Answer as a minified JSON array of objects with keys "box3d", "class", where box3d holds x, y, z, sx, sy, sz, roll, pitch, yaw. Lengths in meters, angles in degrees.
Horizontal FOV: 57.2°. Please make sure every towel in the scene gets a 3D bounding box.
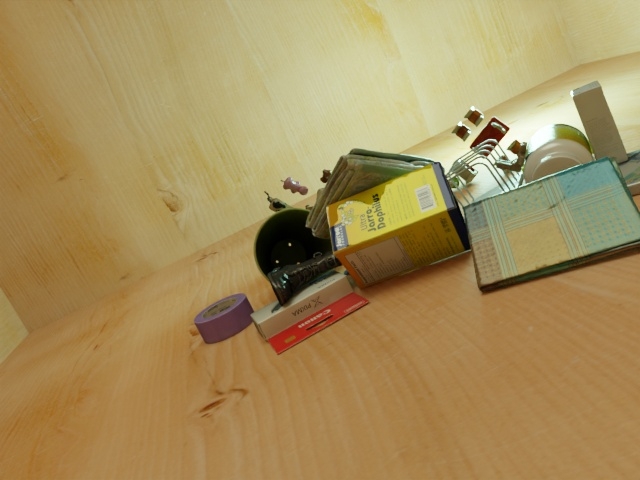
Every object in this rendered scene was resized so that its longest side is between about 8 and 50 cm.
[{"box3d":[0.171,-0.131,1.840,0.375,0.090,0.320,4,-45,-30],"class":"towel"},{"box3d":[0.527,-0.039,1.362,0.370,0.040,0.271,-20,45,24],"class":"towel"}]

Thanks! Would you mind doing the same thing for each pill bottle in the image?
[{"box3d":[0.689,-0.217,1.702,0.188,0.187,0.334,-18,14,26],"class":"pill bottle"}]

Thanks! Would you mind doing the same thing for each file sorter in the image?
[{"box3d":[0.502,-0.180,1.859,0.193,0.173,0.277,-33,7,32],"class":"file sorter"}]

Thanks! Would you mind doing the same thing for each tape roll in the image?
[{"box3d":[-0.314,0.254,1.928,0.189,0.080,0.189,-23,13,6],"class":"tape roll"}]

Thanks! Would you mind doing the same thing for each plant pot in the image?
[{"box3d":[-0.102,0.044,2.047,0.275,0.274,0.293,-27,-1,-11],"class":"plant pot"}]

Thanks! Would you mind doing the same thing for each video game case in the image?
[{"box3d":[0.910,-0.206,1.591,0.329,0.036,0.300,-18,15,28],"class":"video game case"}]

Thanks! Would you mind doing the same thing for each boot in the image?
[{"box3d":[-0.033,0.089,1.767,0.229,0.091,0.263,-21,13,6],"class":"boot"}]

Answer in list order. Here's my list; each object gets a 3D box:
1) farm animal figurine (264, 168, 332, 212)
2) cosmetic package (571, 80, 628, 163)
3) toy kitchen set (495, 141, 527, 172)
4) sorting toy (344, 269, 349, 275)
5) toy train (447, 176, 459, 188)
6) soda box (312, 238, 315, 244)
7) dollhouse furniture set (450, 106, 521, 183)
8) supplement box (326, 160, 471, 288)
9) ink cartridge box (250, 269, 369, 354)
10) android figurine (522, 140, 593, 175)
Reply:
[{"box3d":[-0.018,-0.124,2.358,0.330,0.326,0.172,-31,20,-13],"class":"farm animal figurine"},{"box3d":[0.809,-0.337,1.706,0.086,0.231,0.117,-20,15,26],"class":"cosmetic package"},{"box3d":[0.555,-0.241,1.706,0.075,0.083,0.068,12,31,15],"class":"toy kitchen set"},{"box3d":[0.222,0.041,1.854,0.348,0.047,0.196,-11,19,45],"class":"sorting toy"},{"box3d":[0.489,-0.214,2.290,0.143,0.105,0.248,-17,7,-33],"class":"toy train"},{"box3d":[0.000,0.000,2.170,0.181,0.058,0.061,115,167,-60],"class":"soda box"},{"box3d":[0.623,-0.356,2.289,0.259,0.262,0.135,-54,-3,26],"class":"dollhouse furniture set"},{"box3d":[0.223,-0.040,1.689,0.357,0.194,0.195,-21,47,14],"class":"supplement box"},{"box3d":[-0.039,0.194,1.690,0.296,0.066,0.261,-28,12,-13],"class":"ink cartridge box"},{"box3d":[0.793,-0.268,1.972,0.273,0.056,0.248,-27,8,-6],"class":"android figurine"}]
